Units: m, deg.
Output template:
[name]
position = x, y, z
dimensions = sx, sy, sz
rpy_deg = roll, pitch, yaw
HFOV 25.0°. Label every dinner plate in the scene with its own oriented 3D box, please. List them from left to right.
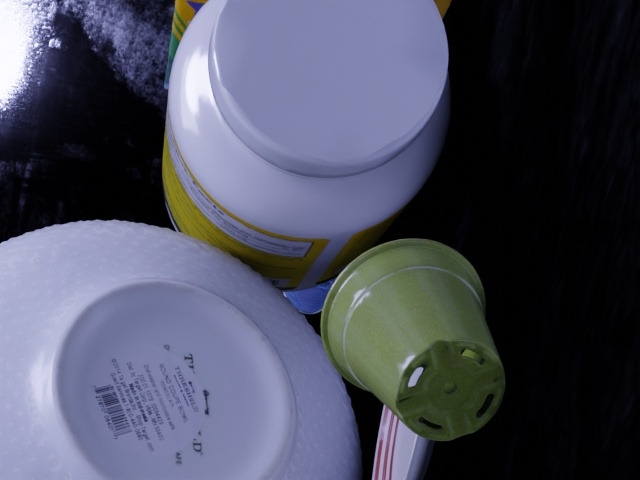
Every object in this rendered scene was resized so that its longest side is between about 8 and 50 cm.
[dinner plate]
position = 0.051, 0.100, 0.818
dimensions = 0.141, 0.017, 0.141
rpy_deg = -168, 90, -84

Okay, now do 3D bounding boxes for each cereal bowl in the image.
[cereal bowl]
position = -0.114, 0.127, 0.935
dimensions = 0.141, 0.339, 0.339
rpy_deg = -48, 27, 50

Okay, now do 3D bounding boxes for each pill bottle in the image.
[pill bottle]
position = -0.014, -0.080, 1.008
dimensions = 0.334, 0.188, 0.188
rpy_deg = 124, 157, -76

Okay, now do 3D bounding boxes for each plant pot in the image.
[plant pot]
position = 0.048, 0.052, 0.667
dimensions = 0.079, 0.083, 0.083
rpy_deg = -119, 40, -65

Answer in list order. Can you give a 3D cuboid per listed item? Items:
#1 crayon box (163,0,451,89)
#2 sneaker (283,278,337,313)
[crayon box]
position = -0.008, -0.201, 1.131
dimensions = 0.323, 0.203, 0.083
rpy_deg = 113, 168, -66
[sneaker]
position = 0.000, 0.000, 1.279
dimensions = 0.211, 0.080, 0.081
rpy_deg = 105, 177, -48
